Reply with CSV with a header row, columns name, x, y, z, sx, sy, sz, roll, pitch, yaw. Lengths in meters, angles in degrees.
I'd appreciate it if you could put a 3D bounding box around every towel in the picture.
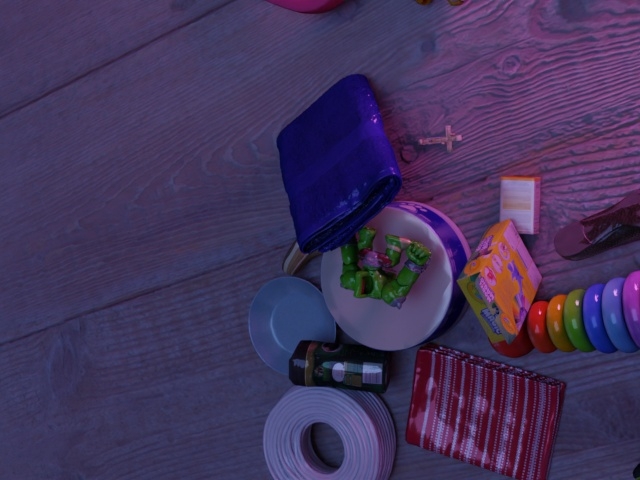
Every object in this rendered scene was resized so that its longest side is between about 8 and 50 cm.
name,x,y,z,sx,sy,sz,roll,pitch,yaw
towel,0.033,-0.136,1.954,0.228,0.076,0.308,-38,41,22
towel,0.286,0.309,1.961,0.275,0.031,0.198,14,102,27

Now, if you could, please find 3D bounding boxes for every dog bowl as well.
name,x,y,z,sx,sy,sz,roll,pitch,yaw
dog bowl,0.136,0.063,1.975,0.265,0.104,0.264,3,96,29

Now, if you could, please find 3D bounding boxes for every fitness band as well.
name,x,y,z,sx,sy,sz,roll,pitch,yaw
fitness band,-0.048,-0.532,2.019,0.291,0.054,0.209,28,110,35

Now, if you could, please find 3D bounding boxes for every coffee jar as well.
name,x,y,z,sx,sy,sz,roll,pitch,yaw
coffee jar,0.036,0.231,2.023,0.185,0.096,0.079,4,104,10

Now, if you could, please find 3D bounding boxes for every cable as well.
name,x,y,z,sx,sy,sz,roll,pitch,yaw
cable,0.014,0.383,2.082,0.257,0.089,0.257,27,107,24

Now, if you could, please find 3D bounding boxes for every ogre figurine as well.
name,x,y,z,sx,sy,sz,roll,pitch,yaw
ogre figurine,0.096,0.042,1.881,0.197,0.097,0.118,16,96,22

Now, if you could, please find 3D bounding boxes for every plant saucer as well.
name,x,y,z,sx,sy,sz,roll,pitch,yaw
plant saucer,-0.048,0.163,2.124,0.195,0.037,0.194,4,98,28

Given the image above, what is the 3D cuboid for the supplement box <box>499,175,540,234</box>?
name,x,y,z,sx,sy,sz,roll,pitch,yaw
supplement box,0.343,-0.061,1.888,0.062,0.036,0.098,4,97,28

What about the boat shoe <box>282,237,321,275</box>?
name,x,y,z,sx,sy,sz,roll,pitch,yaw
boat shoe,0.000,0.000,2.069,0.072,0.068,0.190,37,111,8

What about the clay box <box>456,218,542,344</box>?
name,x,y,z,sx,sy,sz,roll,pitch,yaw
clay box,0.293,0.072,1.805,0.053,0.222,0.127,-22,106,34

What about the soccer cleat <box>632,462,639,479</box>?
name,x,y,z,sx,sy,sz,roll,pitch,yaw
soccer cleat,0.575,0.324,1.794,0.179,0.060,0.072,-43,65,19

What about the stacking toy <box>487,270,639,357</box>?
name,x,y,z,sx,sy,sz,roll,pitch,yaw
stacking toy,0.430,0.137,1.819,0.330,0.141,0.141,-15,88,36

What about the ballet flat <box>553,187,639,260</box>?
name,x,y,z,sx,sy,sz,roll,pitch,yaw
ballet flat,0.504,-0.027,1.800,0.250,0.058,0.084,-25,61,23

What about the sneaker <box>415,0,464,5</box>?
name,x,y,z,sx,sy,sz,roll,pitch,yaw
sneaker,0.158,-0.461,1.921,0.225,0.088,0.092,19,114,31

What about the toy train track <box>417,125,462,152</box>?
name,x,y,z,sx,sy,sz,roll,pitch,yaw
toy train track,0.211,-0.179,1.961,0.083,0.014,0.048,-4,93,29
